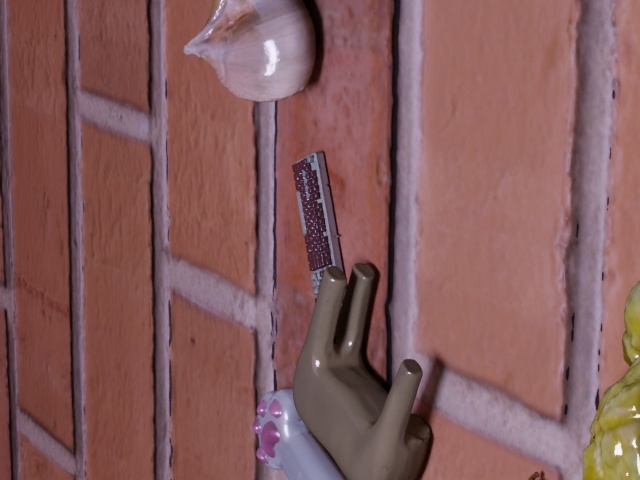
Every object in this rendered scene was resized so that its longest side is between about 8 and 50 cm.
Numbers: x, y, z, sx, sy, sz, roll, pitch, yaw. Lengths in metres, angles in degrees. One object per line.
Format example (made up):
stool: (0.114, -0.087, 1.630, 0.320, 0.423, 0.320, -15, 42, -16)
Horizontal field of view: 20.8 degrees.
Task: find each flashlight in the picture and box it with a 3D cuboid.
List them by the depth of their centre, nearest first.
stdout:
flashlight: (-0.013, 0.229, 1.726, 0.200, 0.047, 0.093, 54, 140, 43)

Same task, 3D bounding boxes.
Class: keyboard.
keyboard: (0.000, 0.000, 1.684, 0.055, 0.017, 0.166, -20, 78, 61)

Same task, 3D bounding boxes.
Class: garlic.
garlic: (-0.060, -0.218, 1.672, 0.124, 0.099, 0.174, -3, 92, 47)

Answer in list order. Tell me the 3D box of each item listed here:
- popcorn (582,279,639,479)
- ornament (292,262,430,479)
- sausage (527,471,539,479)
popcorn: (0.262, 0.111, 1.104, 0.173, 0.168, 0.195, 108, -177, -64)
ornament: (0.046, 0.182, 1.592, 0.230, 0.061, 0.245, 49, 135, 43)
sausage: (0.175, 0.270, 1.380, 0.065, 0.065, 0.169, -23, 76, 60)
